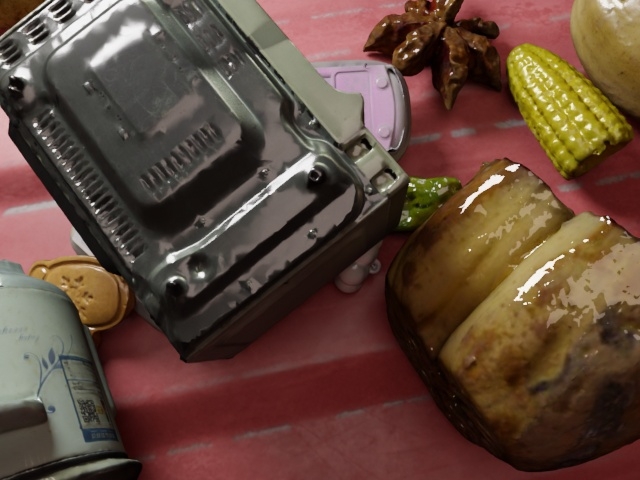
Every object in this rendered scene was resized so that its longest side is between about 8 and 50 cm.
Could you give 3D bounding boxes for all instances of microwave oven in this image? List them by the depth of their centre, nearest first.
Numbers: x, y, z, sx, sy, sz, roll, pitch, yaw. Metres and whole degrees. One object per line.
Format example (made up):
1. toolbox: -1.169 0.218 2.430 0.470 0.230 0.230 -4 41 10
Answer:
1. microwave oven: -0.120 -0.092 0.569 0.286 0.218 0.355 -38 80 -3

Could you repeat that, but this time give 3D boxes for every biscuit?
1. biscuit: -0.285 0.076 0.660 0.140 0.023 0.118 -8 91 13

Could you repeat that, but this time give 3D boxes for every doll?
1. doll: 0.000 0.000 0.688 0.162 0.062 0.106 27 103 9

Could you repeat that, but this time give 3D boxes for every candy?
1. candy: 0.312 -0.180 0.737 0.094 0.106 0.199 -30 70 9

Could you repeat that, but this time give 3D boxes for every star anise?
1. star anise: 0.162 -0.279 0.768 0.196 0.111 0.213 -20 82 1

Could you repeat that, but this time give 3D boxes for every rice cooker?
1. rice cooker: -0.320 0.192 0.519 0.264 0.316 0.317 -6 67 -45

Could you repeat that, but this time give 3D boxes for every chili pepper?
1. chili pepper: 0.129 -0.047 0.704 0.203 0.073 0.072 -3 85 8

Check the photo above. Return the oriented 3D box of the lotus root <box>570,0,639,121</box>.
1. lotus root: 0.450 -0.236 0.714 0.182 0.183 0.310 -24 74 -9

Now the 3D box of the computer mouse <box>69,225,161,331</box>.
1. computer mouse: -0.215 0.028 0.686 0.199 0.045 0.102 38 77 9

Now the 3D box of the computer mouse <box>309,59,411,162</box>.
1. computer mouse: -0.040 -0.156 0.726 0.310 0.072 0.159 -3 86 2

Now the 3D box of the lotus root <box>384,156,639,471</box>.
1. lotus root: 0.201 0.074 0.553 0.250 0.316 0.316 -39 76 0

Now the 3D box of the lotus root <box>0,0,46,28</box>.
1. lotus root: -0.382 -0.387 0.777 0.260 0.128 0.145 -29 65 -11
